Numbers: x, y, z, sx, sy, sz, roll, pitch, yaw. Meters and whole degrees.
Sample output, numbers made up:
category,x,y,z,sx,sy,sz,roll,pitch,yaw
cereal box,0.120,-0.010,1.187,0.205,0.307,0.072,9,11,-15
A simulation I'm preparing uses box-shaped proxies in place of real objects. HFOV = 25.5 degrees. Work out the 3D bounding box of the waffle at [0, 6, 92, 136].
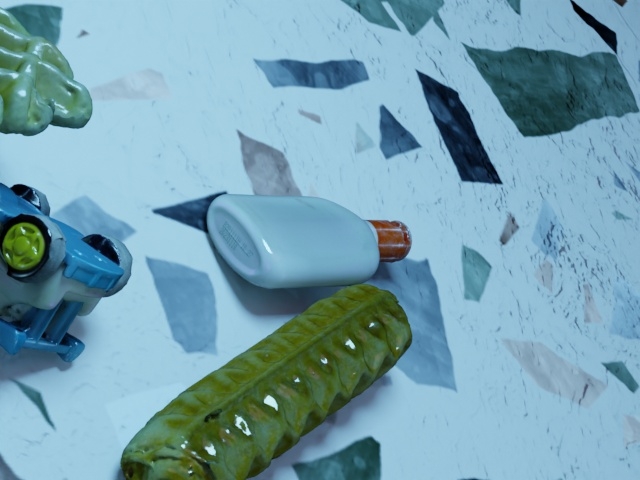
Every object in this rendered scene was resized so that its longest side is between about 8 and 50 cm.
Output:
category,x,y,z,sx,sy,sz,roll,pitch,yaw
waffle,-0.326,-0.148,0.976,0.292,0.056,0.309,37,27,29

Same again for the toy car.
category,x,y,z,sx,sy,sz,roll,pitch,yaw
toy car,-0.229,0.011,1.029,0.161,0.098,0.126,31,1,19

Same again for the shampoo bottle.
category,x,y,z,sx,sy,sz,roll,pitch,yaw
shampoo bottle,0.000,0.000,1.297,0.221,0.051,0.108,0,40,-47

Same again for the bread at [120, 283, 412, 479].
category,x,y,z,sx,sy,sz,roll,pitch,yaw
bread,-0.030,0.120,1.148,0.367,0.084,0.077,-31,125,-54
